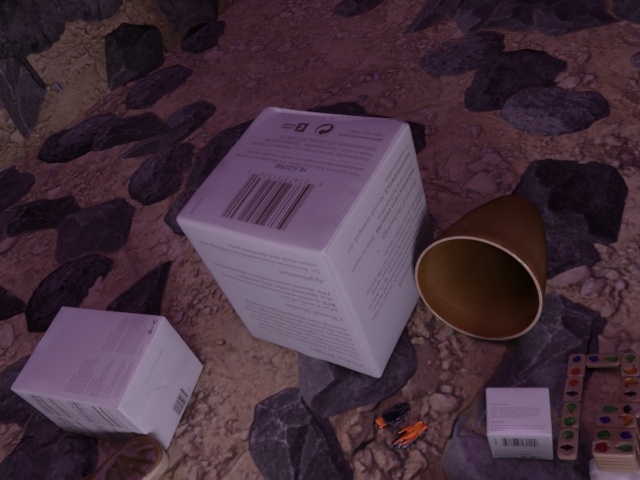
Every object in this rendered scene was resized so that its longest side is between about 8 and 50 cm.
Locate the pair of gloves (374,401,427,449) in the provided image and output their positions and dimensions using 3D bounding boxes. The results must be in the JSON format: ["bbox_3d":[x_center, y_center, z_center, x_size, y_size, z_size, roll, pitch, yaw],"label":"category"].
[{"bbox_3d":[0.146,0.336,1.150,0.074,0.010,0.083,-33,43,-8],"label":"pair of gloves"}]

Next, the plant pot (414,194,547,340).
[{"bbox_3d":[0.342,0.022,1.239,0.237,0.237,0.254,10,40,28],"label":"plant pot"}]

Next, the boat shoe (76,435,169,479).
[{"bbox_3d":[-0.416,0.484,1.168,0.302,0.098,0.109,-36,60,-16],"label":"boat shoe"}]

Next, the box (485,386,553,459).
[{"bbox_3d":[0.329,0.302,1.047,0.101,0.102,0.087,-5,49,18],"label":"box"}]

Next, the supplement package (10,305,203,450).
[{"bbox_3d":[-0.423,0.277,1.287,0.263,0.198,0.199,3,51,22],"label":"supplement package"}]

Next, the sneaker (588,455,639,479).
[{"bbox_3d":[0.545,0.377,0.904,0.290,0.106,0.123,-11,47,27],"label":"sneaker"}]

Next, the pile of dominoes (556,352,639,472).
[{"bbox_3d":[0.482,0.253,1.004,0.196,0.040,0.251,-9,29,31],"label":"pile of dominoes"}]

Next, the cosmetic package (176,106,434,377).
[{"bbox_3d":[0.000,0.000,1.247,0.330,0.393,0.327,13,55,30],"label":"cosmetic package"}]
